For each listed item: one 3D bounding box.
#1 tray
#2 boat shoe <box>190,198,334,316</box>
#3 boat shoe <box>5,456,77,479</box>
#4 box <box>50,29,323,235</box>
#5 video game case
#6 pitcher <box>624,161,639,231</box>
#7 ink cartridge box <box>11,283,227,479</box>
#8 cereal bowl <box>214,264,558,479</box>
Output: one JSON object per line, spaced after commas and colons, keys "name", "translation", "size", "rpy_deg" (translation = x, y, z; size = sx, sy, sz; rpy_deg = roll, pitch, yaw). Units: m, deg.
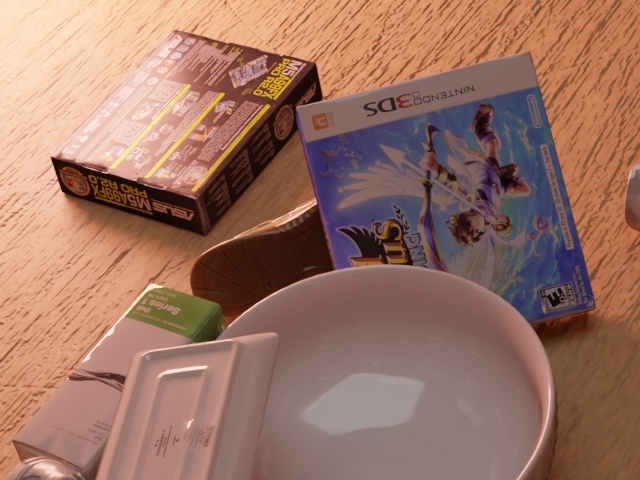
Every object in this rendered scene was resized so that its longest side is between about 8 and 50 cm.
{"name": "tray", "translation": [-0.123, 0.175, 1.307], "size": [0.145, 0.030, 0.270], "rpy_deg": [-8, 41, 18]}
{"name": "boat shoe", "translation": [0.000, 0.000, 1.672], "size": [0.285, 0.105, 0.089], "rpy_deg": [-14, 10, 0]}
{"name": "boat shoe", "translation": [-0.233, 0.298, 1.320], "size": [0.079, 0.228, 0.081], "rpy_deg": [2, 3, -31]}
{"name": "box", "translation": [-0.157, -0.136, 1.893], "size": [0.216, 0.060, 0.270], "rpy_deg": [16, 49, 26]}
{"name": "video game case", "translation": [0.123, -0.031, 1.590], "size": [0.244, 0.061, 0.270], "rpy_deg": [-14, 86, -2]}
{"name": "pitcher", "translation": [0.443, -0.030, 1.611], "size": [0.177, 0.126, 0.207], "rpy_deg": [-19, 28, -31]}
{"name": "ink cartridge box", "translation": [-0.171, 0.175, 1.478], "size": [0.092, 0.160, 0.219], "rpy_deg": [17, 48, 29]}
{"name": "cereal bowl", "translation": [0.047, 0.187, 1.427], "size": [0.338, 0.141, 0.339], "rpy_deg": [-6, 44, 5]}
